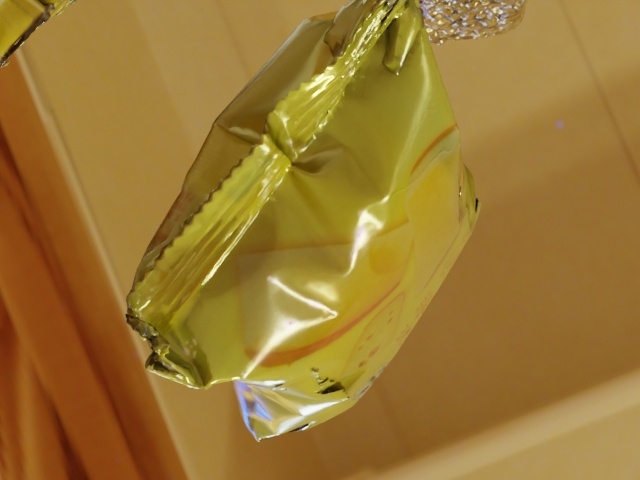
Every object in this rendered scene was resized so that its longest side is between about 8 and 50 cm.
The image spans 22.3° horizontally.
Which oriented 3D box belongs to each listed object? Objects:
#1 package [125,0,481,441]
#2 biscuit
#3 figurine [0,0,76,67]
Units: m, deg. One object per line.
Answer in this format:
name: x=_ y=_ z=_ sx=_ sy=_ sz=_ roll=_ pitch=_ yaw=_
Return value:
package: x=0.000 y=0.000 z=0.627 sx=0.168 sy=0.090 sz=0.226 roll=-57 pitch=163 yaw=-3
biscuit: x=0.081 y=-0.142 z=0.780 sx=0.064 sy=0.034 sz=0.199 roll=-3 pitch=165 yaw=-4
figurine: x=-0.261 y=-0.232 z=1.013 sx=0.143 sy=0.263 sz=0.162 roll=-35 pitch=-168 yaw=50
